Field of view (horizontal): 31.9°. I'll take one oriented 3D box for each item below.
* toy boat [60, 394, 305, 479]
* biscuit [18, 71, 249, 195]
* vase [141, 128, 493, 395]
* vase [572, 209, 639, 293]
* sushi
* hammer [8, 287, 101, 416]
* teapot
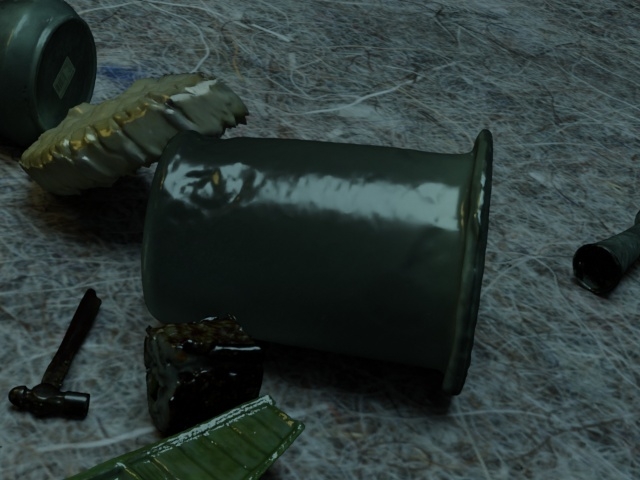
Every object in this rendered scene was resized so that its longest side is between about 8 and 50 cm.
[{"bbox_3d":[-0.133,0.191,0.794,0.293,0.055,0.093,-19,41,-41],"label":"toy boat"},{"bbox_3d":[-0.212,-0.106,1.141,0.179,0.084,0.281,-33,17,-37],"label":"biscuit"},{"bbox_3d":[0.000,0.000,1.012,0.291,0.245,0.245,8,30,6],"label":"vase"},{"bbox_3d":[0.349,0.006,1.266,0.059,0.059,0.167,31,36,29],"label":"vase"},{"bbox_3d":[-0.097,0.110,0.901,0.084,0.094,0.098,-2,16,-23],"label":"sushi"},{"bbox_3d":[-0.213,0.093,0.969,0.065,0.021,0.178,11,28,-2],"label":"hammer"},{"bbox_3d":[-0.392,-0.191,1.266,0.225,0.171,0.203,12,60,15],"label":"teapot"}]
